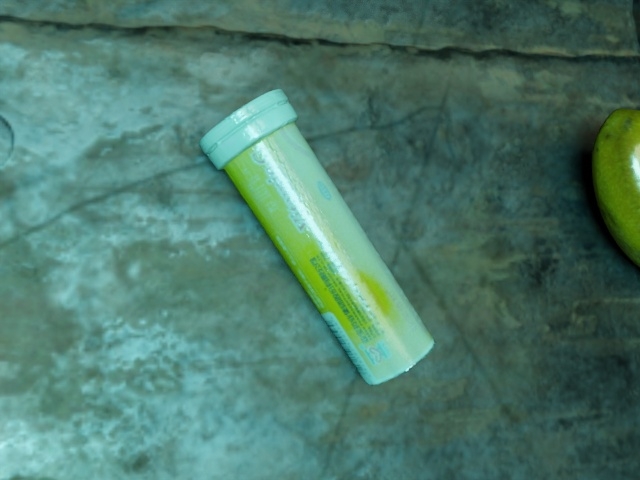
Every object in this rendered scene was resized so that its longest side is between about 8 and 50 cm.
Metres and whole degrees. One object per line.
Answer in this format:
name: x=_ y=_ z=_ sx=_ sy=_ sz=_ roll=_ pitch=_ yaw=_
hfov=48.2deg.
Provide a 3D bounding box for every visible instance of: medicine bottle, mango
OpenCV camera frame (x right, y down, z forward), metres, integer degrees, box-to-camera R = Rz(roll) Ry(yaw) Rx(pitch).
medicine bottle: x=0.000 y=0.000 z=0.527 sx=0.074 sy=0.074 sz=0.218 roll=-35 pitch=94 yaw=-20
mango: x=0.341 y=-0.027 z=0.622 sx=0.262 sy=0.109 sz=0.157 roll=20 pitch=85 yaw=-9
